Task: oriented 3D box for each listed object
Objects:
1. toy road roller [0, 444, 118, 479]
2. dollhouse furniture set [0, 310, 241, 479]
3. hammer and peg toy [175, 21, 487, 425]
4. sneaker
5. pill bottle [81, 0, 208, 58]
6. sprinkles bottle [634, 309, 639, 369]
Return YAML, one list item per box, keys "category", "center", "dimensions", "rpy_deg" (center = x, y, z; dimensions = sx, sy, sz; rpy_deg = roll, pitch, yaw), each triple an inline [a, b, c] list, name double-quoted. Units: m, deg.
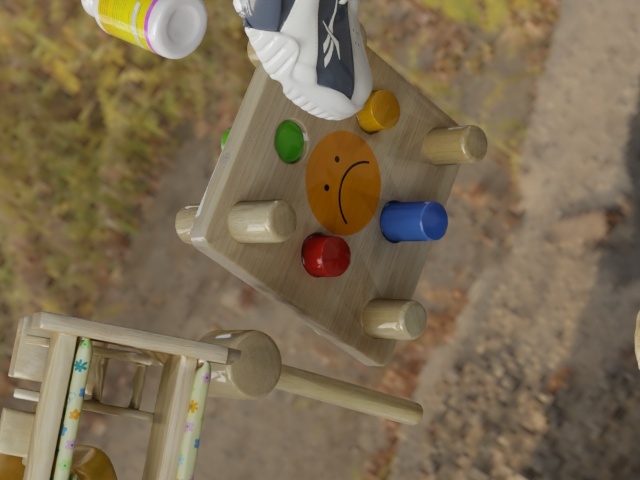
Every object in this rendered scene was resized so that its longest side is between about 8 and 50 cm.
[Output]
- category: "toy road roller"
  center: [-0.247, 0.299, 1.412]
  dimensions: [0.202, 0.329, 0.240]
  rpy_deg: [-2, 26, 27]
- category: "dollhouse furniture set"
  center: [-0.116, 0.135, 0.924]
  dimensions: [0.161, 0.101, 0.182]
  rpy_deg: [168, 113, -76]
- category: "hammer and peg toy"
  center: [0.000, 0.000, 1.619]
  dimensions: [0.127, 0.266, 0.361]
  rpy_deg: [-1, 62, 46]
- category: "sneaker"
  center: [0.020, -0.181, 0.963]
  dimensions: [0.153, 0.235, 0.094]
  rpy_deg: [-18, 23, 13]
- category: "pill bottle"
  center: [-0.110, -0.142, 1.117]
  dimensions: [0.083, 0.043, 0.043]
  rpy_deg: [25, 81, 41]
- category: "sprinkles bottle"
  center: [0.384, 0.058, 1.375]
  dimensions: [0.355, 0.121, 0.121]
  rpy_deg: [-22, 42, 62]
